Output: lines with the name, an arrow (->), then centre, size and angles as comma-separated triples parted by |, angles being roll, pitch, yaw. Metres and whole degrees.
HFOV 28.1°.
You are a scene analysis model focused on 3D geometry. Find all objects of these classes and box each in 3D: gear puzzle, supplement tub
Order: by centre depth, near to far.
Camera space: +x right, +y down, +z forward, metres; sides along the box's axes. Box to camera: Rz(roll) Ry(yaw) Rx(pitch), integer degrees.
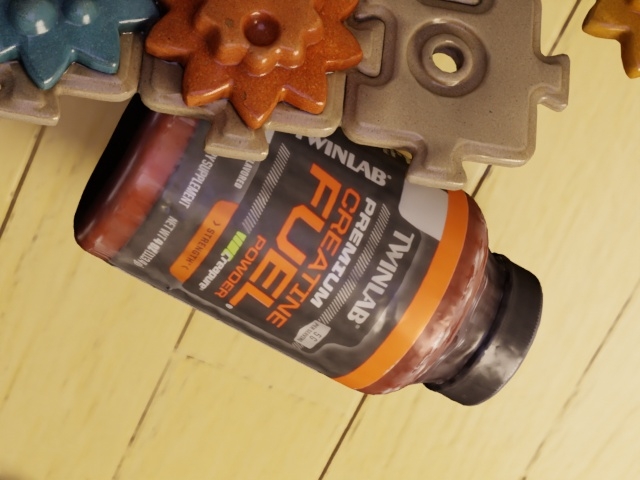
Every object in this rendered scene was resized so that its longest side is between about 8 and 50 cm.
gear puzzle -> 0.025, -0.113, 0.501 | 0.339, 0.044, 0.175 | 9, 72, -9
supplement tub -> 0.000, 0.000, 0.562 | 0.198, 0.106, 0.106 | 28, 107, -16
